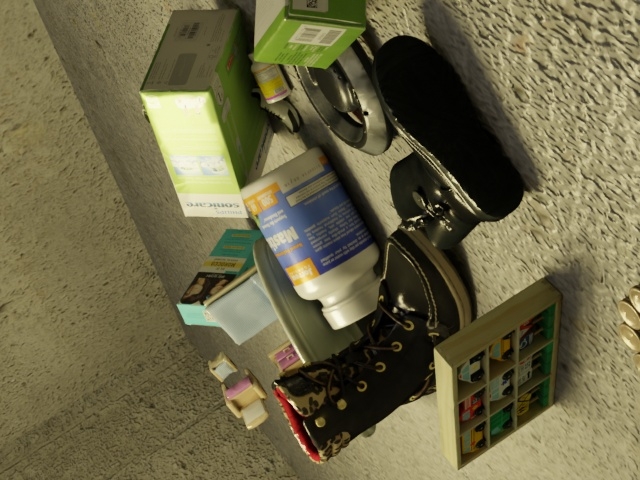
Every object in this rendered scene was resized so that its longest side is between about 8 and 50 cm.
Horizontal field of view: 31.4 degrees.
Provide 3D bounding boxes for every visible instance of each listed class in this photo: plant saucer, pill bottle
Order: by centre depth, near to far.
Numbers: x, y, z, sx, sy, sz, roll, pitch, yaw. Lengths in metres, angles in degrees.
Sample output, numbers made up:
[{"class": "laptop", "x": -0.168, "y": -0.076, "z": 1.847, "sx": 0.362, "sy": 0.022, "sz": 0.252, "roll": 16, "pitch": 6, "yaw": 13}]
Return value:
[{"class": "pill bottle", "x": -0.082, "y": -0.261, "z": 1.794, "sx": 0.083, "sy": 0.043, "sz": 0.043, "roll": 64, "pitch": 164, "yaw": -16}, {"class": "pill bottle", "x": 0.000, "y": 0.000, "z": 1.829, "sx": 0.272, "sy": 0.152, "sz": 0.152, "roll": 60, "pitch": 165, "yaw": -3}, {"class": "plant saucer", "x": 0.023, "y": 0.150, "z": 2.013, "sx": 0.400, "sy": 0.101, "sz": 0.400, "roll": 58, "pitch": -173, "yaw": -11}]

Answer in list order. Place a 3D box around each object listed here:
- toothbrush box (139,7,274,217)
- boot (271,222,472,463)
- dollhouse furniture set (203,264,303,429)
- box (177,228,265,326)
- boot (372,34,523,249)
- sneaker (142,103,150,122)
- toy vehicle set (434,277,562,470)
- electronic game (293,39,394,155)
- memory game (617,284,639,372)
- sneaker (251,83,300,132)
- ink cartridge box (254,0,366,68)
[{"class": "toothbrush box", "x": -0.177, "y": -0.205, "z": 1.863, "sx": 0.283, "sy": 0.122, "sz": 0.206, "roll": 74, "pitch": -158, "yaw": -47}, {"class": "boot", "x": 0.071, "y": 0.160, "z": 1.655, "sx": 0.138, "sy": 0.284, "sz": 0.377, "roll": 49, "pitch": 163, "yaw": 32}, {"class": "dollhouse furniture set", "x": -0.115, "y": 0.209, "z": 2.253, "sx": 0.303, "sy": 0.286, "sz": 0.198, "roll": 54, "pitch": -177, "yaw": -36}, {"class": "box", "x": -0.201, "y": 0.076, "z": 2.412, "sx": 0.101, "sy": 0.244, "sz": 0.060, "roll": 2, "pitch": 132, "yaw": 27}, {"class": "boot", "x": 0.119, "y": -0.106, "z": 1.358, "sx": 0.246, "sy": 0.094, "sz": 0.207, "roll": 53, "pitch": 161, "yaw": -2}, {"class": "sneaker", "x": -0.199, "y": -0.219, "z": 2.128, "sx": 0.130, "sy": 0.147, "sz": 0.330, "roll": 9, "pitch": 156, "yaw": 27}, {"class": "toy vehicle set", "x": 0.223, "y": 0.174, "z": 1.431, "sx": 0.035, "sy": 0.166, "sz": 0.266, "roll": 48, "pitch": 162, "yaw": 34}, {"class": "electronic game", "x": 0.026, "y": -0.216, "z": 1.531, "sx": 0.229, "sy": 0.048, "sz": 0.229, "roll": 52, "pitch": 164, "yaw": 21}, {"class": "memory game", "x": 0.371, "y": 0.124, "z": 1.163, "sx": 0.186, "sy": 0.012, "sz": 0.186, "roll": 52, "pitch": 163, "yaw": 23}, {"class": "sneaker", "x": -0.073, "y": -0.214, "z": 1.856, "sx": 0.109, "sy": 0.044, "sz": 0.040, "roll": 52, "pitch": 162, "yaw": 17}, {"class": "ink cartridge box", "x": -0.012, "y": -0.351, "z": 1.339, "sx": 0.189, "sy": 0.097, "sz": 0.255, "roll": 159, "pitch": 114, "yaw": -75}]
